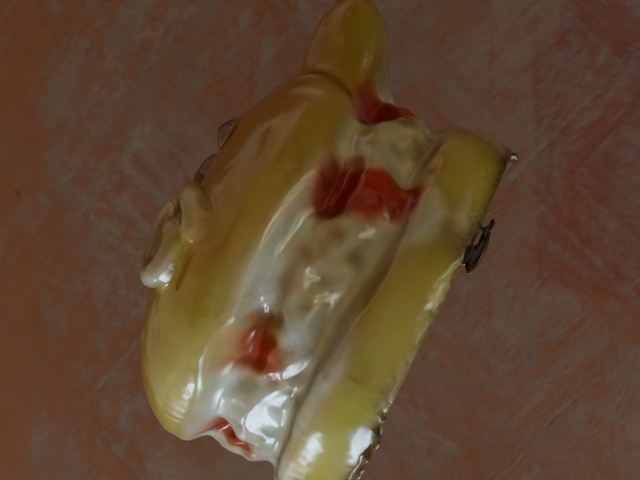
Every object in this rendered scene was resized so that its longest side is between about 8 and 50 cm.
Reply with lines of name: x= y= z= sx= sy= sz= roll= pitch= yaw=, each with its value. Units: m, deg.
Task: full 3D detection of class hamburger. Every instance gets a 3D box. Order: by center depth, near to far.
hamburger: x=0.000 y=0.000 z=0.709 sx=0.186 sy=0.261 sz=0.303 roll=30 pitch=89 yaw=3
